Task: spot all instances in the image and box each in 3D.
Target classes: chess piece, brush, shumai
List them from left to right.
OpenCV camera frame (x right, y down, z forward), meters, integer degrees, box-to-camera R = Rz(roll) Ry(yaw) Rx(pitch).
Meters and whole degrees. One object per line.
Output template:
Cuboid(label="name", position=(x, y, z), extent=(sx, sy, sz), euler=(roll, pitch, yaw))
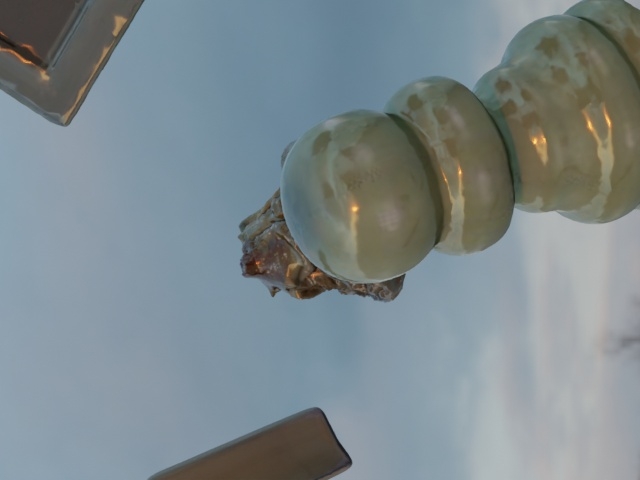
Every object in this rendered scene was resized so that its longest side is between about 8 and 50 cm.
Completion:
Cuboid(label="brush", position=(-0.121, 0.205, 1.441), extent=(0.060, 0.321, 0.050), euler=(59, 146, 18))
Cuboid(label="shumai", position=(-0.003, -0.003, 1.461), extent=(0.145, 0.116, 0.145), euler=(39, -153, -24))
Cuboid(label="chess piece", position=(0.095, -0.050, 1.222), extent=(0.144, 0.251, 0.144), euler=(46, 147, 42))

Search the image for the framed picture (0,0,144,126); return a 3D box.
Cuboid(label="framed picture", position=(-0.152, -0.209, 0.655), extent=(0.232, 0.296, 0.019), euler=(-55, 2, 20))
